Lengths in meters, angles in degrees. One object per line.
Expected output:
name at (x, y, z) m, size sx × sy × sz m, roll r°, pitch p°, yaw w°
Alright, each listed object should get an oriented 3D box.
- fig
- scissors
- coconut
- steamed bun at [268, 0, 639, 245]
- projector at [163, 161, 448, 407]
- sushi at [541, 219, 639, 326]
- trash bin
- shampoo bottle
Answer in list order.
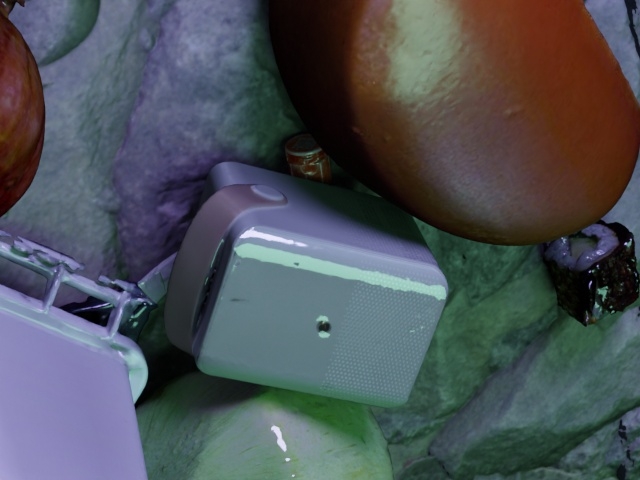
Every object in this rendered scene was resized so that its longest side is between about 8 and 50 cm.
fig at (-0.303, -0.135, 1.537) m, size 0.204 × 0.186 × 0.249 m, roll 71°, pitch 32°, yaw -54°
scissors at (-0.158, 0.041, 1.777) m, size 0.300 × 0.022 × 0.109 m, roll -43°, pitch 128°, yaw 0°
coconut at (-0.084, 0.260, 1.778) m, size 0.328 × 0.281 × 0.328 m, roll -29°, pitch 161°, yaw -11°
steamed bun at (0.107, -0.152, 1.671) m, size 0.248 × 0.235 × 0.379 m, roll -41°, pitch 127°, yaw -5°
projector at (-0.023, 0.037, 1.697) m, size 0.242 × 0.177 × 0.163 m, roll 11°, pitch 111°, yaw -17°
sushi at (0.289, 0.035, 1.953) m, size 0.094 × 0.098 × 0.084 m, roll -28°, pitch 128°, yaw -16°
trash bin at (-0.265, 0.193, 1.580) m, size 0.256 × 0.368 × 0.296 m, roll 27°, pitch 103°, yaw -25°
shampoo bottle at (0.000, 0.000, 1.816) m, size 0.108 × 0.051 × 0.221 m, roll -17°, pitch 123°, yaw -12°
